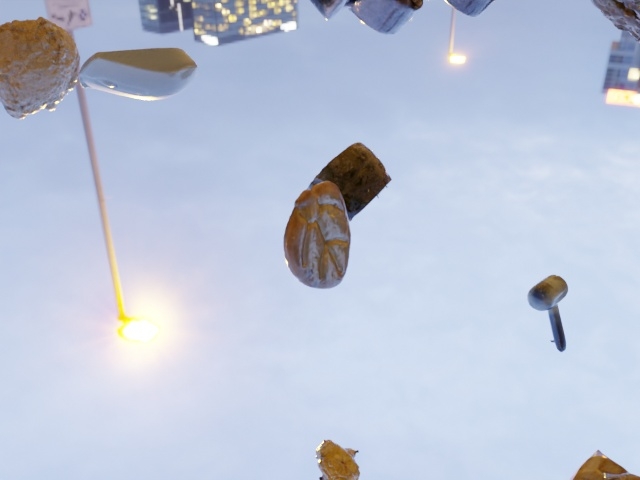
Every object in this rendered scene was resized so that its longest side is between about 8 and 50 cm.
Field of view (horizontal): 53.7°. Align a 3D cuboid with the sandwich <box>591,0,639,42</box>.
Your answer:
[{"bbox_3d":[0.458,-0.289,0.605,0.325,0.131,0.262,-45,-95,-5],"label":"sandwich"}]

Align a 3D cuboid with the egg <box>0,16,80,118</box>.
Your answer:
[{"bbox_3d":[-0.396,-0.238,0.862,0.140,0.118,0.116,-39,-168,11],"label":"egg"}]

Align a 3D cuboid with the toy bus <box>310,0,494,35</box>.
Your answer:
[{"bbox_3d":[0.114,-0.376,0.622,0.249,0.209,0.440,52,-141,6],"label":"toy bus"}]

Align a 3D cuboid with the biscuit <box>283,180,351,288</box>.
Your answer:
[{"bbox_3d":[0.005,0.000,1.284,0.041,0.260,0.203,10,-128,32],"label":"biscuit"}]

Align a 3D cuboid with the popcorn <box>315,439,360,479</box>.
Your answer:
[{"bbox_3d":[0.020,0.366,1.012,0.084,0.084,0.084,-1,-151,0],"label":"popcorn"}]

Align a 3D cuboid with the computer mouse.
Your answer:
[{"bbox_3d":[-0.344,-0.314,1.215,0.231,0.079,0.128,-13,173,-31],"label":"computer mouse"}]

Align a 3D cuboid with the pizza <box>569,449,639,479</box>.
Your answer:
[{"bbox_3d":[0.562,0.472,1.089,0.189,0.071,0.297,-29,-154,-26],"label":"pizza"}]

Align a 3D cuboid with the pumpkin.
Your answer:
[{"bbox_3d":[0.069,-0.127,1.570,0.190,0.139,0.280,-45,175,-4],"label":"pumpkin"}]

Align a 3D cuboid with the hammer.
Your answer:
[{"bbox_3d":[0.583,0.190,1.584,0.116,0.193,0.070,-23,-168,-39],"label":"hammer"}]
